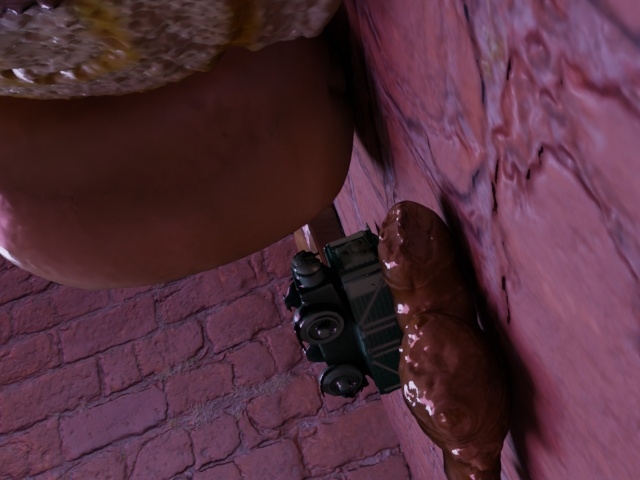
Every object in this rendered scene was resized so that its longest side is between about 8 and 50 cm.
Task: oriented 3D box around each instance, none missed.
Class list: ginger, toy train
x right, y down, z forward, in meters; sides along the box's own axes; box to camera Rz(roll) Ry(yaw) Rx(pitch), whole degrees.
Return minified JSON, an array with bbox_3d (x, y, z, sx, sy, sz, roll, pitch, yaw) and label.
[{"bbox_3d":[0.108,0.133,0.544,0.148,0.081,0.334,-106,-2,-60],"label":"ginger"},{"bbox_3d":[0.044,0.118,0.952,0.115,0.154,0.269,-113,4,-55],"label":"toy train"}]

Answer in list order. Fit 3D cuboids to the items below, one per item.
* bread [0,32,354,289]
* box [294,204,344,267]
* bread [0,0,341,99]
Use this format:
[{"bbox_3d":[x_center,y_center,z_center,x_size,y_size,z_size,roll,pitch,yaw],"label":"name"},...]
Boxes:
[{"bbox_3d":[-0.155,-0.119,0.725,0.253,0.376,0.348,71,176,-47],"label":"bread"},{"bbox_3d":[0.000,0.000,1.491,0.111,0.111,0.177,-121,10,-75],"label":"box"},{"bbox_3d":[-0.124,-0.227,0.432,0.264,0.395,0.239,-10,-83,-69],"label":"bread"}]
